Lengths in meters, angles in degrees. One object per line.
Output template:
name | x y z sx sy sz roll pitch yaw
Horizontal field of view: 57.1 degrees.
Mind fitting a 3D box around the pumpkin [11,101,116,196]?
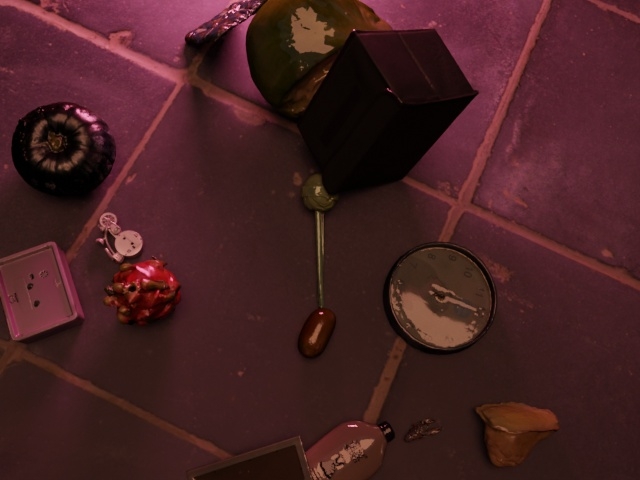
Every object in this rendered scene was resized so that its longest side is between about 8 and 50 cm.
pumpkin | -0.610 -0.216 1.399 0.233 0.163 0.233 1 83 -8

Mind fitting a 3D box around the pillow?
pillow | -0.247 -0.568 1.524 0.189 0.255 0.034 -42 122 -12

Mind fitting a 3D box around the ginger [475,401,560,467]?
ginger | 0.456 0.443 1.330 0.193 0.115 0.123 0 94 -13

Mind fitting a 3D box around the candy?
candy | 0.000 0.000 1.442 0.092 0.093 0.336 -8 79 37

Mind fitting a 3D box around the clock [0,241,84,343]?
clock | -0.643 0.120 1.342 0.150 0.063 0.197 -21 75 -11

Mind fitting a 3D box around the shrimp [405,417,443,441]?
shrimp | 0.232 0.430 1.341 0.092 0.029 0.038 -12 66 -14

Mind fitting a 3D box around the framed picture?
framed picture | -0.135 0.552 1.232 0.273 0.016 0.217 -20 74 9

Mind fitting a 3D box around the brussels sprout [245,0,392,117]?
brussels sprout | -0.003 -0.489 1.480 0.371 0.276 0.315 -12 77 -9

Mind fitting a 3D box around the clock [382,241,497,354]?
clock | 0.292 0.136 1.423 0.280 0.055 0.281 1 72 -4

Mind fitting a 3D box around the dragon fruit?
dragon fruit | -0.400 0.111 1.309 0.166 0.172 0.160 14 72 1

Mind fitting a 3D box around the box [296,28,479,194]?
box | 0.142 -0.296 1.367 0.251 0.345 0.205 -16 70 -33

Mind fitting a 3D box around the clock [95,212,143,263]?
clock | -0.487 -0.006 1.407 0.129 0.041 0.087 46 71 5

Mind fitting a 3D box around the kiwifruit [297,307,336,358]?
kiwifruit | -0.009 0.213 1.361 0.075 0.075 0.124 29 77 5

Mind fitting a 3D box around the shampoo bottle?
shampoo bottle | 0.048 0.475 1.280 0.256 0.078 0.127 -29 73 -11
